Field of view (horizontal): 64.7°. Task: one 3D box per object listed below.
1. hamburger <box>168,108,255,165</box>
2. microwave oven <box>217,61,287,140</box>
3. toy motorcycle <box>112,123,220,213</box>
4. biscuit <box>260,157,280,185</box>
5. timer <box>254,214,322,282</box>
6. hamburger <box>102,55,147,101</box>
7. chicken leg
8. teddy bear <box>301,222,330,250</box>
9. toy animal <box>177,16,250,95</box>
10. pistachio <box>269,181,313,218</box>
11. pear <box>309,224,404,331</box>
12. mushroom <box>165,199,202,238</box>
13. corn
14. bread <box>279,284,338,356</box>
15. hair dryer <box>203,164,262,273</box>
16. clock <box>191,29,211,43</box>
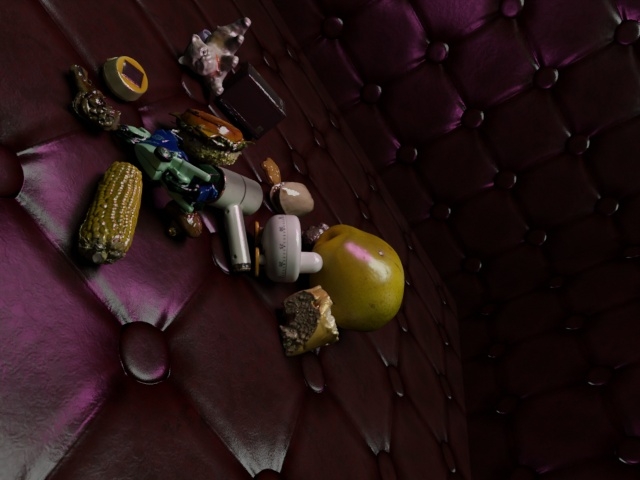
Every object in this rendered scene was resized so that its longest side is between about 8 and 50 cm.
[{"bbox_3d":[-0.355,-0.320,1.592,0.243,0.138,0.262,34,15,33],"label":"hamburger"},{"bbox_3d":[-0.280,-0.562,2.052,0.247,0.188,0.178,43,23,-30],"label":"microwave oven"},{"bbox_3d":[-0.415,-0.217,1.389,0.331,0.125,0.196,41,23,20],"label":"toy motorcycle"},{"bbox_3d":[-0.206,-0.291,2.112,0.118,0.023,0.140,36,35,-48],"label":"biscuit"},{"bbox_3d":[-0.101,0.030,1.695,0.233,0.240,0.233,-178,-90,-81],"label":"timer"},{"bbox_3d":[-0.568,-0.471,1.462,0.127,0.082,0.141,11,67,-60],"label":"hamburger"},{"bbox_3d":[-0.594,-0.363,1.303,0.196,0.080,0.125,51,14,-9],"label":"chicken leg"},{"bbox_3d":[0.000,0.000,2.110,0.177,0.140,0.190,27,9,38],"label":"teddy bear"},{"bbox_3d":[-0.407,-0.750,1.939,0.188,0.307,0.266,27,15,-25],"label":"toy animal"},{"bbox_3d":[-0.112,-0.165,2.044,0.223,0.126,0.152,31,74,-51],"label":"pistachio"},{"bbox_3d":[0.132,0.148,1.913,0.418,0.363,0.362,59,23,-16],"label":"pear"},{"bbox_3d":[-0.378,-0.060,1.398,0.126,0.085,0.109,50,25,-4],"label":"mushroom"},{"bbox_3d":[-0.476,-0.069,1.172,0.115,0.115,0.317,43,29,-38],"label":"corn"},{"bbox_3d":[-0.009,0.254,1.676,0.224,0.211,0.183,10,49,-56],"label":"bread"},{"bbox_3d":[-0.269,-0.048,1.602,0.203,0.128,0.361,17,57,-60],"label":"hair dryer"},{"bbox_3d":[-0.462,-0.795,2.088,0.152,0.050,0.110,59,23,-8],"label":"clock"}]
